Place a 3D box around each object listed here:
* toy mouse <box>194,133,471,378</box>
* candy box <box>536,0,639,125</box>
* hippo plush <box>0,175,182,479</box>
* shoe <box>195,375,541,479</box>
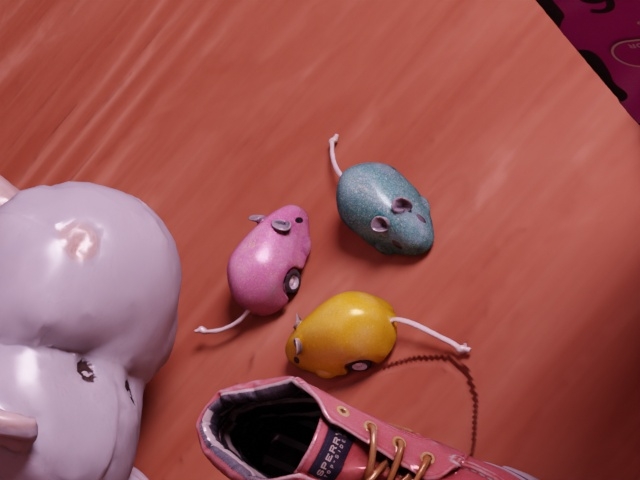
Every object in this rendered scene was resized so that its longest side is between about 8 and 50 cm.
[{"bbox_3d":[0.000,0.000,0.792,0.161,0.031,0.143,-13,59,30],"label":"toy mouse"},{"bbox_3d":[0.192,-0.076,0.560,0.159,0.233,0.071,-5,64,35],"label":"candy box"},{"bbox_3d":[-0.205,0.050,0.777,0.236,0.234,0.294,11,72,40],"label":"hippo plush"},{"bbox_3d":[0.026,0.109,0.681,0.178,0.081,0.063,14,75,40],"label":"shoe"}]
